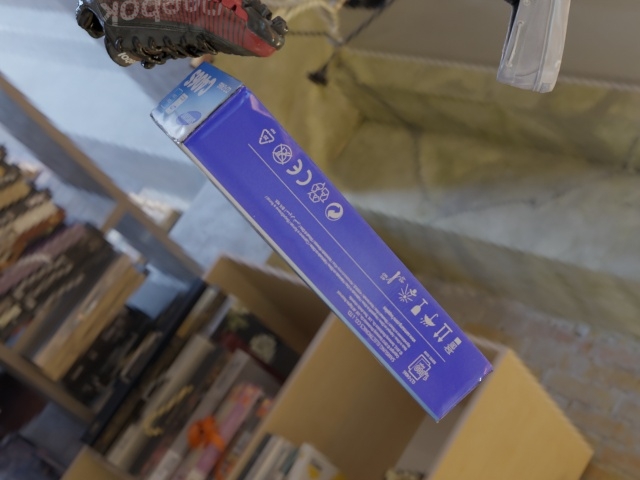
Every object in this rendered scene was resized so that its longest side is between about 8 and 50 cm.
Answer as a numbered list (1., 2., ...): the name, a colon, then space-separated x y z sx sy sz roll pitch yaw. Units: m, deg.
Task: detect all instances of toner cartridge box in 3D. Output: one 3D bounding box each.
1. toner cartridge box: 0.000 0.000 1.077 0.348 0.075 0.165 48 -3 -21

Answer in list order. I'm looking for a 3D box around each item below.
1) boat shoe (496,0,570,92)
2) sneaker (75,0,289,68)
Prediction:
1. boat shoe: 0.194 -0.227 1.110 0.063 0.184 0.066 7 -3 1
2. sneaker: -0.164 -0.241 1.346 0.276 0.135 0.097 25 -3 24
